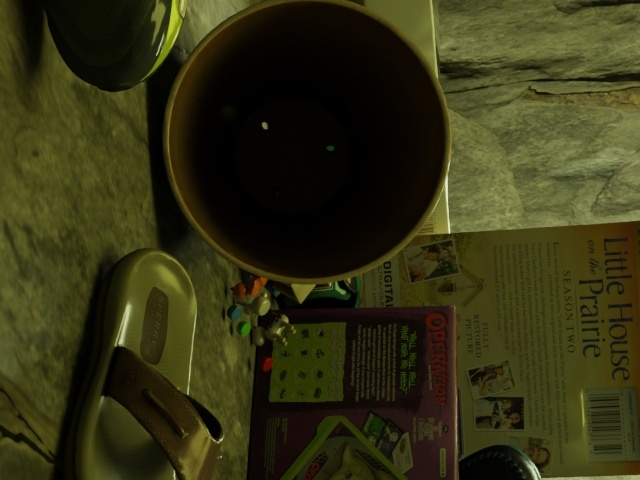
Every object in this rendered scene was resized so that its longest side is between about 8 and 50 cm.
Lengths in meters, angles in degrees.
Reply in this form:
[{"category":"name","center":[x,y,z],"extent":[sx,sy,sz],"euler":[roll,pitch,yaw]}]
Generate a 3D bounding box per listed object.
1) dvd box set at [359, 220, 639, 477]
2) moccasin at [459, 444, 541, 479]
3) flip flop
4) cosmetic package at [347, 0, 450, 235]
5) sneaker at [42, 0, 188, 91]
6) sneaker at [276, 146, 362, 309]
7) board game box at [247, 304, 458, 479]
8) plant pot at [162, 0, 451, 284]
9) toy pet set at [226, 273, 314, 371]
[{"category":"dvd box set","center":[0.199,0.138,1.821],"extent":[0.062,0.420,0.308],"euler":[3,83,-79]},{"category":"moccasin","center":[0.092,0.348,1.520],"extent":[0.138,0.342,0.117],"euler":[45,13,26]},{"category":"flip flop","center":[-0.107,0.119,1.021],"extent":[0.112,0.080,0.277],"euler":[47,35,-42]},{"category":"cosmetic package","center":[0.086,-0.175,1.997],"extent":[0.284,0.097,0.377],"euler":[-135,-140,-80]},{"category":"sneaker","center":[-0.162,-0.237,0.917],"extent":[0.121,0.111,0.300],"euler":[-36,117,-66]},{"category":"sneaker","center":[0.000,0.000,1.644],"extent":[0.121,0.108,0.302],"euler":[-86,169,-56]},{"category":"board game box","center":[0.034,0.226,1.479],"extent":[0.056,0.208,0.347],"euler":[70,20,-56]},{"category":"plant pot","center":[-0.021,-0.083,1.341],"extent":[0.254,0.237,0.237],"euler":[-178,-96,-85]},{"category":"toy pet set","center":[-0.062,0.049,1.492],"extent":[0.114,0.065,0.122],"euler":[-51,149,-19]}]
